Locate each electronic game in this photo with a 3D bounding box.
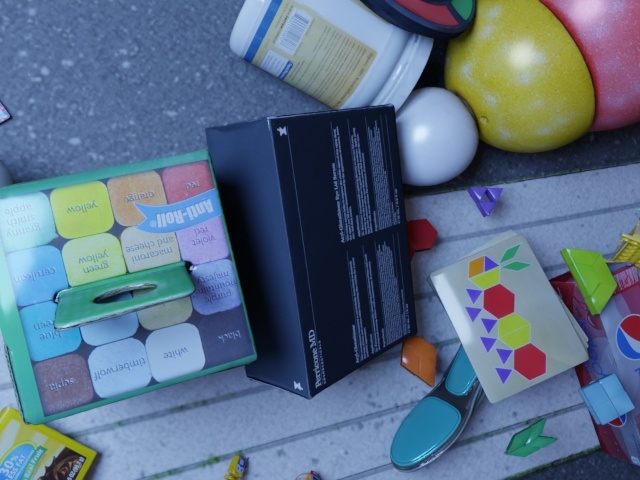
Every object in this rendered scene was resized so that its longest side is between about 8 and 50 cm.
[{"bbox_3d":[0.079,-0.310,0.601,0.229,0.048,0.229,19,55,-29],"label":"electronic game"}]

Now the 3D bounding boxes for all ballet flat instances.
[{"bbox_3d":[0.170,0.208,0.713,0.213,0.072,0.068,-52,129,-12],"label":"ballet flat"}]

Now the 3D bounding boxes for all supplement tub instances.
[{"bbox_3d":[0.012,-0.234,0.648,0.199,0.144,0.144,26,79,-14],"label":"supplement tub"}]

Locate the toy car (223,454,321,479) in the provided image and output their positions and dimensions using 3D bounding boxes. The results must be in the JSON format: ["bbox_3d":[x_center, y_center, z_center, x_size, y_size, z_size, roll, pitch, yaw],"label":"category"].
[{"bbox_3d":[-0.042,0.270,0.647,0.122,0.060,0.041,34,45,-20],"label":"toy car"}]

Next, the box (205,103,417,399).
[{"bbox_3d":[0.000,0.000,0.594,0.184,0.103,0.261,-19,106,-47],"label":"box"}]

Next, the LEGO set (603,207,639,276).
[{"bbox_3d":[0.475,0.009,0.788,0.287,0.132,0.107,45,68,-33],"label":"LEGO set"}]

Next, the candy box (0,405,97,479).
[{"bbox_3d":[-0.308,0.272,0.524,0.105,0.027,0.206,39,51,-21],"label":"candy box"}]

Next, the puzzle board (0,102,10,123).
[{"bbox_3d":[-0.404,-0.135,0.578,0.128,0.011,0.096,-36,98,-17],"label":"puzzle board"}]

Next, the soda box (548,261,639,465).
[{"bbox_3d":[0.407,0.164,0.776,0.083,0.092,0.263,-19,92,-16],"label":"soda box"}]

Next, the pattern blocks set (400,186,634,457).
[{"bbox_3d":[0.225,0.087,0.696,0.285,0.026,0.325,-14,75,-5],"label":"pattern blocks set"}]

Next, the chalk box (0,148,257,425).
[{"bbox_3d":[-0.171,0.033,0.496,0.180,0.289,0.179,-13,90,-19],"label":"chalk box"}]

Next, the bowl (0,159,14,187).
[{"bbox_3d":[-0.347,-0.017,0.540,0.053,0.142,0.142,15,79,-61],"label":"bowl"}]

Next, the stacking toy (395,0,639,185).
[{"bbox_3d":[0.271,-0.227,0.698,0.479,0.350,0.351,-32,97,2],"label":"stacking toy"}]
